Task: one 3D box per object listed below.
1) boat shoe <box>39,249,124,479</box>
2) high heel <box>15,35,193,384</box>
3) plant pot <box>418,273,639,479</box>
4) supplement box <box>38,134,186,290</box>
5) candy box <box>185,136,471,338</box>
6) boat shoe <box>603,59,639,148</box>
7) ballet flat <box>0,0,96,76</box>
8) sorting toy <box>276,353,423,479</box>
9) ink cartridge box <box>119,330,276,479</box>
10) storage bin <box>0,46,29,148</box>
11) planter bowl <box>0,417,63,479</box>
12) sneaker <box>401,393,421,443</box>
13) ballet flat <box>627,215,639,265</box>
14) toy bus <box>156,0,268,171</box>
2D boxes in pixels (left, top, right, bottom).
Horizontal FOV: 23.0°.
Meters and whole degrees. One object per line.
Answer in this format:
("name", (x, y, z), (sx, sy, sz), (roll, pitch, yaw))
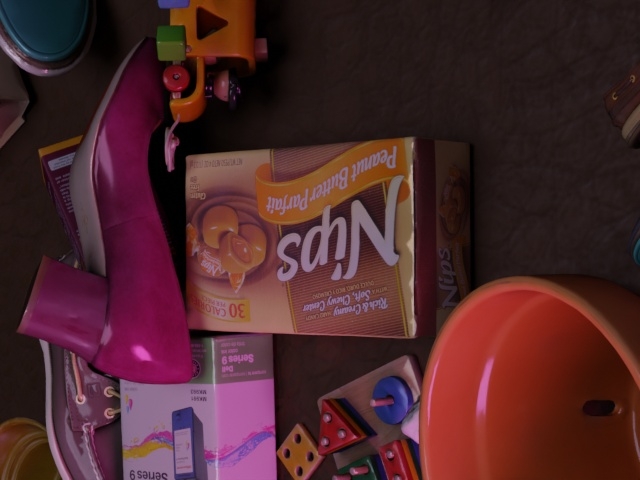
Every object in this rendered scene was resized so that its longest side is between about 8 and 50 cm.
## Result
("boat shoe", (-0.239, 0.158, 1.748), (0.097, 0.117, 0.324), (-34, 62, 42))
("high heel", (-0.178, -0.032, 1.643), (0.127, 0.181, 0.377), (138, 151, -63))
("plant pot", (0.239, 0.162, 1.203), (0.291, 0.203, 0.290), (13, 106, 56))
("supplement box", (-0.228, -0.022, 1.725), (0.081, 0.104, 0.188), (98, 149, -65))
("candy box", (0.000, 0.000, 1.535), (0.316, 0.087, 0.183), (-1, 89, 44))
("boat shoe", (0.291, -0.155, 1.274), (0.060, 0.064, 0.178), (54, 127, 26))
("ballet flat", (-0.362, -0.336, 1.867), (0.139, 0.139, 0.400), (-39, 60, 37))
("sorting toy", (0.045, 0.198, 1.523), (0.274, 0.046, 0.132), (-31, 69, 40))
("ink cartridge box", (-0.128, 0.204, 1.657), (0.154, 0.093, 0.212), (-2, 90, 43))
("storage bin", (-0.510, -0.206, 1.994), (0.260, 0.123, 0.262), (-40, 63, 36))
("planter bowl", (-0.308, 0.310, 1.828), (0.217, 0.090, 0.217), (0, 90, 43))
("sneaker", (0.187, 0.129, 1.376), (0.232, 0.090, 0.115), (-41, 92, 25))
("ballet flat", (0.318, -0.057, 1.254), (0.203, 0.074, 0.074), (-48, 59, 40))
("toy bus", (-0.106, -0.200, 1.611), (0.191, 0.104, 0.202), (-91, 0, -53))
